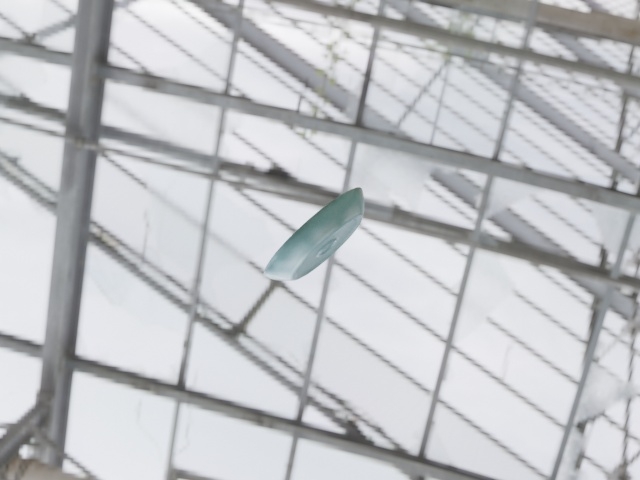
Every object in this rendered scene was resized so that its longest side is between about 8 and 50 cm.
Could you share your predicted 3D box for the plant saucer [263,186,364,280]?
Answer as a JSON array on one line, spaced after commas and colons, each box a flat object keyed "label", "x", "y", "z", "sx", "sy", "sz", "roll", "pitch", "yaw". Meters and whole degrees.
[{"label": "plant saucer", "x": 0.000, "y": 0.000, "z": 1.077, "sx": 0.021, "sy": 0.119, "sz": 0.119, "roll": 48, "pitch": -147, "yaw": 10}]
